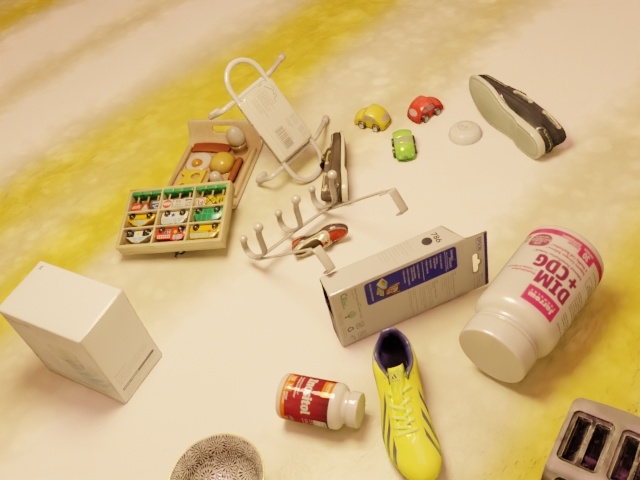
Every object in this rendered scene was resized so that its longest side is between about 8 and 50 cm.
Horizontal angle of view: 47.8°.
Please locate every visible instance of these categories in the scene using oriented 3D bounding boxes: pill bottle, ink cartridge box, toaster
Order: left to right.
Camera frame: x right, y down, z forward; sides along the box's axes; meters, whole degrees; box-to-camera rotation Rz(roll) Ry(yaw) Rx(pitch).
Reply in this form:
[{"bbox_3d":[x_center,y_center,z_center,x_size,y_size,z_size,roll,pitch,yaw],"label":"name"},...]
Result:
[{"bbox_3d":[0.001,0.295,1.317,0.152,0.086,0.086,6,49,19],"label":"pill bottle"},{"bbox_3d":[0.171,0.080,1.427,0.332,0.165,0.065,-21,44,-7],"label":"ink cartridge box"},{"bbox_3d":[0.390,0.116,1.341,0.160,0.160,0.283,26,58,33],"label":"pill bottle"},{"bbox_3d":[0.453,0.354,1.133,0.168,0.110,0.186,20,54,28],"label":"toaster"}]

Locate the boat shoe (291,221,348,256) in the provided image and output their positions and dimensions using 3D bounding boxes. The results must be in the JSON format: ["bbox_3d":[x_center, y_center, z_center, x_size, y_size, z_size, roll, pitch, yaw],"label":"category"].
[{"bbox_3d":[0.000,0.000,1.624,0.137,0.049,0.043,-19,32,4],"label":"boat shoe"}]

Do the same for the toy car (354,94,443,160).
[{"bbox_3d":[0.207,-0.292,1.850,0.239,0.053,0.225,-9,45,6],"label":"toy car"}]

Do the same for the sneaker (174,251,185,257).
[{"bbox_3d":[-0.314,0.018,1.698,0.098,0.038,0.069,20,57,40],"label":"sneaker"}]

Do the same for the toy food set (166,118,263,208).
[{"bbox_3d":[-0.291,-0.203,1.862,0.219,0.092,0.306,3,48,16],"label":"toy food set"}]

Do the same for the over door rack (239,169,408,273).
[{"bbox_3d":[-0.009,-0.049,1.525,0.239,0.108,0.324,-38,23,-26],"label":"over door rack"}]

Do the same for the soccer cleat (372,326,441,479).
[{"bbox_3d":[0.143,0.282,1.269,0.093,0.121,0.289,-12,46,2],"label":"soccer cleat"}]

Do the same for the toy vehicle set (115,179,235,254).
[{"bbox_3d":[-0.340,-0.053,1.704,0.266,0.035,0.166,-4,59,15],"label":"toy vehicle set"}]

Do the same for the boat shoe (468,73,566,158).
[{"bbox_3d":[0.477,-0.317,1.775,0.091,0.114,0.302,-26,58,-10],"label":"boat shoe"}]

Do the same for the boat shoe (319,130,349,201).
[{"bbox_3d":[0.031,-0.185,1.772,0.068,0.081,0.228,-5,49,4],"label":"boat shoe"}]

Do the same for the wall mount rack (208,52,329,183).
[{"bbox_3d":[-0.105,-0.320,1.823,0.304,0.350,0.130,-45,20,-25],"label":"wall mount rack"}]

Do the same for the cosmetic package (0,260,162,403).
[{"bbox_3d":[-0.475,0.184,1.445,0.224,0.225,0.138,15,52,26],"label":"cosmetic package"}]

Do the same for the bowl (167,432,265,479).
[{"bbox_3d":[-0.170,0.426,1.238,0.170,0.080,0.170,-7,45,7],"label":"bowl"}]

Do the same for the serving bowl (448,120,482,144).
[{"bbox_3d":[0.363,-0.276,1.815,0.083,0.027,0.083,-8,45,8],"label":"serving bowl"}]
